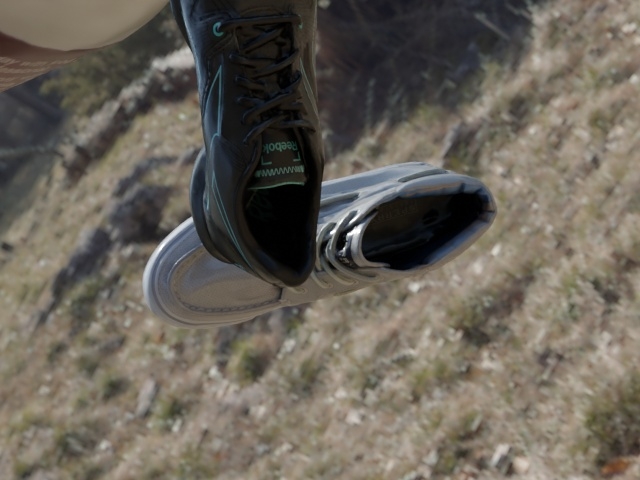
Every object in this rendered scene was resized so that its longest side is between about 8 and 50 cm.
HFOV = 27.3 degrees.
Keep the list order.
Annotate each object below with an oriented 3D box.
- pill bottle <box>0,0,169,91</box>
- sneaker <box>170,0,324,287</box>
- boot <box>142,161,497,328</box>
[{"bbox_3d":[-0.196,-0.165,0.589,0.392,0.224,0.224,-17,46,30],"label":"pill bottle"},{"bbox_3d":[-0.032,-0.095,0.840,0.106,0.101,0.267,-134,37,-58],"label":"sneaker"},{"bbox_3d":[0.000,0.000,0.967,0.258,0.095,0.123,-22,9,-15],"label":"boot"}]
